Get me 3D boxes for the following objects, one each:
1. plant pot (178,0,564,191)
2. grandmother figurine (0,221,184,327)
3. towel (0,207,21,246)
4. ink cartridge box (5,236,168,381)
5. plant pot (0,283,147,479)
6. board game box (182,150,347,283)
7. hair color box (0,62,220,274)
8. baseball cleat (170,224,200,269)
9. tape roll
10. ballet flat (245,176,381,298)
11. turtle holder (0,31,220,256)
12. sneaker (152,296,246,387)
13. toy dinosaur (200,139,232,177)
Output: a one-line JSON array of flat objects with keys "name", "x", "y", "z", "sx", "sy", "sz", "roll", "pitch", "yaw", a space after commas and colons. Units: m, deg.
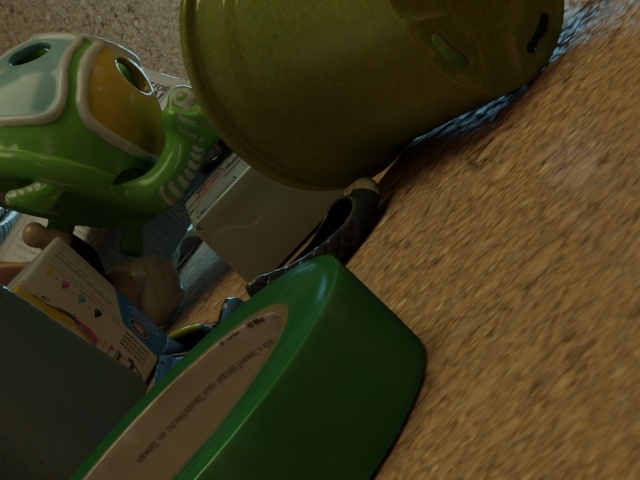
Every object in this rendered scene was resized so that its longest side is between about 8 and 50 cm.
[{"name": "plant pot", "x": 0.059, "y": -0.192, "z": 1.362, "sx": 0.276, "sy": 0.276, "sz": 0.254, "roll": -50, "pitch": 22, "yaw": -26}, {"name": "grandmother figurine", "x": -0.321, "y": 0.058, "z": 1.810, "sx": 0.208, "sy": 0.342, "sz": 0.104, "roll": 112, "pitch": 150, "yaw": -47}, {"name": "towel", "x": -0.426, "y": 0.099, "z": 2.222, "sx": 0.324, "sy": 0.056, "sz": 0.312, "roll": -57, "pitch": -29, "yaw": -63}, {"name": "ink cartridge box", "x": -0.293, "y": 0.145, "z": 1.635, "sx": 0.168, "sy": 0.171, "sz": 0.233, "roll": -42, "pitch": 10, "yaw": 22}, {"name": "plant pot", "x": -0.308, "y": 0.204, "z": 1.282, "sx": 0.247, "sy": 0.248, "sz": 0.252, "roll": -42, "pitch": 28, "yaw": 21}, {"name": "board game box", "x": -0.036, "y": -0.077, "z": 1.689, "sx": 0.224, "sy": 0.097, "sz": 0.303, "roll": -46, "pitch": 10, "yaw": 1}, {"name": "hair color box", "x": -0.271, "y": -0.036, "z": 2.049, "sx": 0.185, "sy": 0.113, "sz": 0.374, "roll": 21, "pitch": 77, "yaw": 44}, {"name": "baseball cleat", "x": -0.221, "y": 0.012, "z": 2.206, "sx": 0.109, "sy": 0.072, "sz": 0.206, "roll": -48, "pitch": 3, "yaw": 28}, {"name": "tape roll", "x": -0.077, "y": 0.149, "z": 0.956, "sx": 0.321, "sy": 0.077, "sz": 0.321, "roll": -44, "pitch": 9, "yaw": 8}, {"name": "ballet flat", "x": 0.000, "y": 0.000, "z": 1.337, "sx": 0.057, "sy": 0.049, "sz": 0.173, "roll": -33, "pitch": 16, "yaw": 51}, {"name": "turtle holder", "x": -0.283, "y": -0.121, "z": 1.838, "sx": 0.320, "sy": 0.243, "sz": 0.227, "roll": -9, "pitch": 66, "yaw": 58}, {"name": "sneaker", "x": -0.099, "y": 0.106, "z": 1.227, "sx": 0.209, "sy": 0.082, "sz": 0.069, "roll": -39, "pitch": 13, "yaw": 42}, {"name": "toy dinosaur", "x": -0.052, "y": -0.125, "z": 1.977, "sx": 0.160, "sy": 0.121, "sz": 0.313, "roll": -42, "pitch": -13, "yaw": 31}]
